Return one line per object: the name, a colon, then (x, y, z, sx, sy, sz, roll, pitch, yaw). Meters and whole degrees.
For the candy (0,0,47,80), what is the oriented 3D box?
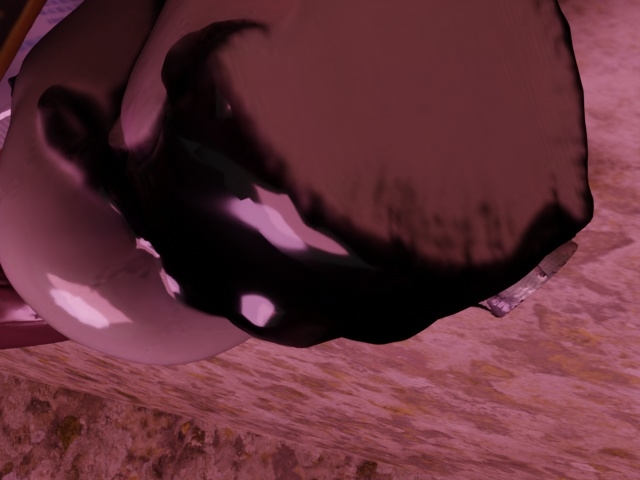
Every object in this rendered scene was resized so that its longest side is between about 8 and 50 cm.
candy: (-0.183, -0.121, 0.416, 0.101, 0.271, 0.143, 49, -162, 21)

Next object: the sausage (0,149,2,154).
sausage: (-0.347, -0.108, 0.718, 0.268, 0.153, 0.141, 32, -178, -37)

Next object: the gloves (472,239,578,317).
gloves: (0.071, -0.038, 0.651, 0.212, 0.111, 0.127, 45, 167, 6)

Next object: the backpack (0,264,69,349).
backpack: (-0.297, 0.006, 0.899, 0.317, 0.197, 0.283, -4, -170, 22)

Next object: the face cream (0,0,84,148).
face cream: (-0.246, -0.172, 0.491, 0.234, 0.137, 0.420, -20, 150, 16)

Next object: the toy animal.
toy animal: (-0.043, -0.045, 0.489, 0.251, 0.251, 0.310, 28, 156, -28)
